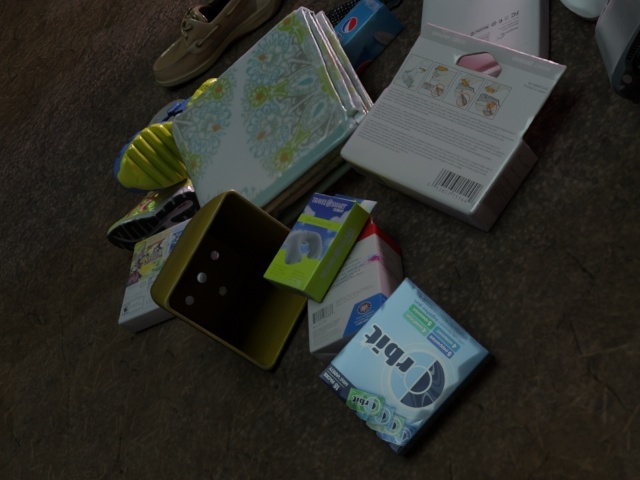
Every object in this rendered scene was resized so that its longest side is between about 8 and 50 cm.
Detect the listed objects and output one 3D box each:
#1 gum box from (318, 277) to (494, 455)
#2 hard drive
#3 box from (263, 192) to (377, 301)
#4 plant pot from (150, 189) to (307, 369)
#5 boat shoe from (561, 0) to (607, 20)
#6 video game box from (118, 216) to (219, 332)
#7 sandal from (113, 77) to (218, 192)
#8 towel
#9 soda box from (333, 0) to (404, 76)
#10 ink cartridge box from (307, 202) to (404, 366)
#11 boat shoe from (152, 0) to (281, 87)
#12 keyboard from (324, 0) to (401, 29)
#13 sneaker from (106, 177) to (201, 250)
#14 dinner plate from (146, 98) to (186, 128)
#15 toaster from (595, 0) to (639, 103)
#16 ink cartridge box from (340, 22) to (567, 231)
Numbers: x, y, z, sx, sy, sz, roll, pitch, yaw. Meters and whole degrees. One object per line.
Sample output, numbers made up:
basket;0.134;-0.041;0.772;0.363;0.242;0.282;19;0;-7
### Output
gum box;0.115;0.170;1.557;0.157;0.041;0.184;42;92;24
hard drive;0.270;-0.382;1.917;0.233;0.047;0.353;-20;47;34
box;0.000;0.000;1.744;0.109;0.042;0.178;15;70;51
plant pot;-0.156;0.062;1.860;0.187;0.212;0.212;0;59;60
boat shoe;0.389;-0.423;1.803;0.078;0.070;0.219;-35;63;13
video game box;-0.270;0.056;2.100;0.205;0.048;0.187;-22;47;32
sandal;-0.288;-0.190;2.235;0.138;0.126;0.317;-17;20;47
towel;-0.083;-0.192;2.014;0.374;0.090;0.320;-38;52;21
soda box;0.048;-0.343;2.091;0.210;0.071;0.067;-46;39;6
ink cartridge box;0.053;0.069;1.731;0.134;0.078;0.231;-28;42;26
boat shoe;-0.243;-0.458;2.456;0.341;0.110;0.121;-35;40;19
keyboard;0.072;-0.456;2.193;0.192;0.038;0.100;-19;46;33
sneaker;-0.321;-0.055;2.227;0.209;0.081;0.094;-28;41;10
dinner plate;-0.333;-0.246;2.448;0.141;0.017;0.141;-28;41;28
toaster;0.463;-0.300;1.542;0.146;0.129;0.227;-100;27;-50
ink cartridge box;0.208;-0.179;1.759;0.296;0.066;0.261;29;83;44
